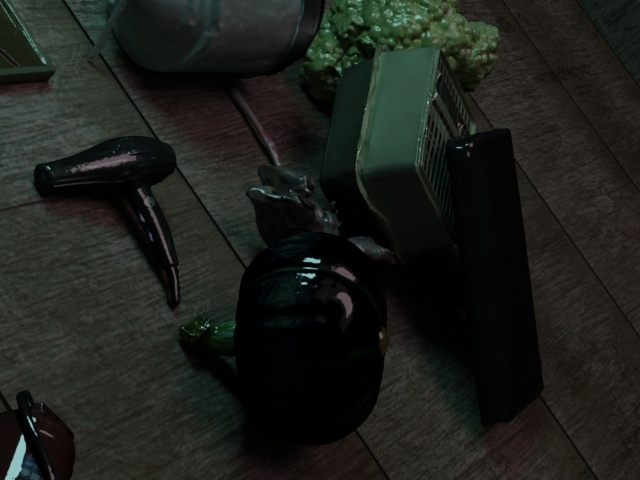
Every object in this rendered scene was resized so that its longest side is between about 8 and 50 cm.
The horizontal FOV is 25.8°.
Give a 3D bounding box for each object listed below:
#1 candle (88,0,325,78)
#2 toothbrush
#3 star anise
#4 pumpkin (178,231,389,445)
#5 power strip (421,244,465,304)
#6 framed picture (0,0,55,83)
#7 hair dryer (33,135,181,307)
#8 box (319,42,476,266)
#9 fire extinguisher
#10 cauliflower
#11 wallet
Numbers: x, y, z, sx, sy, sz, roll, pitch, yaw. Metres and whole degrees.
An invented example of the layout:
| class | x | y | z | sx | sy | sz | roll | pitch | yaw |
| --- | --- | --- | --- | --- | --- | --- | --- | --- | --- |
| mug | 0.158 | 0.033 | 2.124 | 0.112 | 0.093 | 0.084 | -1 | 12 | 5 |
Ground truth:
| class | x | y | z | sx | sy | sz | roll | pitch | yaw |
| --- | --- | --- | --- | --- | --- | --- | --- | --- | --- |
| candle | -0.156 | -0.335 | 1.922 | 0.342 | 0.221 | 0.221 | -9 | 64 | -57 |
| toothbrush | -0.078 | -0.139 | 2.015 | 0.204 | 0.022 | 0.017 | 57 | 27 | 16 |
| star anise | -0.003 | -0.003 | 1.876 | 0.257 | 0.110 | 0.198 | 47 | 29 | -20 |
| pumpkin | -0.041 | 0.110 | 1.622 | 0.248 | 0.248 | 0.248 | 35 | 33 | -27 |
| power strip | 0.194 | -0.035 | 2.232 | 0.193 | 0.059 | 0.265 | 36 | 33 | -25 |
| framed picture | -0.481 | -0.321 | 1.654 | 0.335 | 0.022 | 0.247 | 56 | 29 | 9 |
| hair dryer | -0.221 | -0.018 | 1.651 | 0.195 | 0.075 | 0.219 | -16 | 78 | -48 |
| box | 0.115 | -0.130 | 2.032 | 0.221 | 0.166 | 0.291 | 59 | 32 | -43 |
| fire extinguisher | -0.274 | 0.261 | 1.225 | 0.341 | 0.105 | 0.141 | -81 | 166 | -54 |
| cauliflower | 0.127 | -0.284 | 2.251 | 0.281 | 0.326 | 0.260 | 90 | -3 | -64 |
| wallet | 0.254 | 0.046 | 2.025 | 0.228 | 0.062 | 0.406 | -22 | 106 | -67 |
